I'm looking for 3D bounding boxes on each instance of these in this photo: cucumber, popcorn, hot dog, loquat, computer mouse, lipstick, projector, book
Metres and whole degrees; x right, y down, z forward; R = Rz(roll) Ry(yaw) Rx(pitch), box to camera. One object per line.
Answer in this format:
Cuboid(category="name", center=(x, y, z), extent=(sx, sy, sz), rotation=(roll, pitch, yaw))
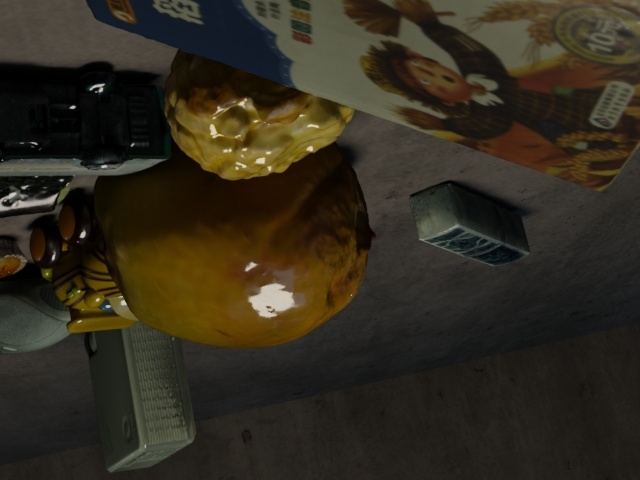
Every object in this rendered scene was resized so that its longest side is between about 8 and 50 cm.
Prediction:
Cuboid(category="cucumber", center=(-0.357, -0.054, 1.234), extent=(0.241, 0.074, 0.074), rotation=(-7, 164, -13))
Cuboid(category="popcorn", center=(-0.048, -0.131, 1.068), extent=(0.180, 0.180, 0.170), rotation=(-9, 125, -16))
Cuboid(category="hot dog", center=(-0.449, 0.032, 1.489), extent=(0.192, 0.053, 0.099), rotation=(-4, 160, -39))
Cuboid(category="loquat", center=(-0.089, -0.011, 1.283), extent=(0.283, 0.276, 0.276), rotation=(-12, 165, 7))
Cuboid(category="computer mouse", center=(-0.424, 0.106, 1.631), extent=(0.167, 0.090, 0.379), rotation=(-21, 171, 25))
Cuboid(category="lipstick", center=(0.222, -0.021, 1.839), extent=(0.077, 0.076, 0.289), rotation=(-19, 162, 26))
Cuboid(category="projector", center=(-0.270, 0.201, 1.856), extent=(0.099, 0.257, 0.192), rotation=(-3, 161, -29))
Cuboid(category="book", center=(0.024, -0.159, 0.834), extent=(0.428, 0.039, 0.300), rotation=(19, 165, 6))

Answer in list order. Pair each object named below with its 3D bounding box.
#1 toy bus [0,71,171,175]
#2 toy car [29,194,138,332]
Cuboid(category="toy bus", center=(-0.267, -0.101, 1.121), extent=(0.261, 0.091, 0.109), rotation=(-1, 171, -35))
Cuboid(category="toy car", center=(-0.229, 0.030, 1.498), extent=(0.200, 0.142, 0.248), rotation=(-3, 162, -36))
